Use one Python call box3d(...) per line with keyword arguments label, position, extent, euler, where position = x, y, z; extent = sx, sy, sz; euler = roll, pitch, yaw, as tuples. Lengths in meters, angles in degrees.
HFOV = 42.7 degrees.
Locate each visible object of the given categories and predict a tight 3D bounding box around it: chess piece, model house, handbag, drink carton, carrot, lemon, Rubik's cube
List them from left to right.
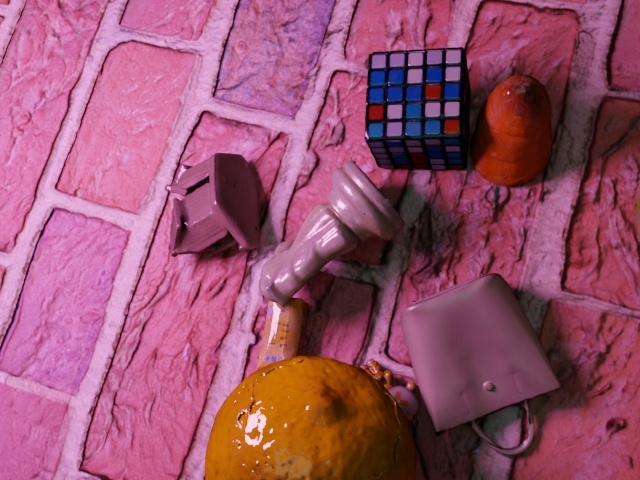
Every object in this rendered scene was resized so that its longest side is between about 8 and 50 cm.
box3d(label="model house", position=(-0.230, -0.064, 1.655), extent=(0.188, 0.122, 0.229), euler=(-22, 56, 20))
box3d(label="drink carton", position=(-0.076, 0.208, 1.562), extent=(0.084, 0.074, 0.200), euler=(5, 75, 15))
box3d(label="lemon", position=(-0.019, 0.376, 1.365), extent=(0.350, 0.387, 0.350), euler=(9, 40, -7))
box3d(label="chess piece", position=(0.000, 0.000, 1.554), extent=(0.298, 0.176, 0.176), euler=(-40, 70, 2))
box3d(label="Rubik's cube", position=(0.190, -0.245, 1.566), extent=(0.182, 0.187, 0.184), euler=(1, 77, 13))
box3d(label="handbag", position=(0.286, 0.229, 1.454), extent=(0.241, 0.109, 0.315), euler=(-22, 74, 7))
box3d(label="carrot", position=(0.361, -0.216, 1.496), extent=(0.159, 0.225, 0.159), euler=(-2, 69, 4))

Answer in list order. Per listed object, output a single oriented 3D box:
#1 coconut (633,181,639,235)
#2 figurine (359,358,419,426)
box3d(label="coconut", position=(0.662, -0.060, 1.393), extent=(0.236, 0.236, 0.204), euler=(-29, 111, 4))
box3d(label="figurine", position=(0.127, 0.278, 1.500), extent=(0.101, 0.068, 0.143), euler=(-13, 55, 3))
